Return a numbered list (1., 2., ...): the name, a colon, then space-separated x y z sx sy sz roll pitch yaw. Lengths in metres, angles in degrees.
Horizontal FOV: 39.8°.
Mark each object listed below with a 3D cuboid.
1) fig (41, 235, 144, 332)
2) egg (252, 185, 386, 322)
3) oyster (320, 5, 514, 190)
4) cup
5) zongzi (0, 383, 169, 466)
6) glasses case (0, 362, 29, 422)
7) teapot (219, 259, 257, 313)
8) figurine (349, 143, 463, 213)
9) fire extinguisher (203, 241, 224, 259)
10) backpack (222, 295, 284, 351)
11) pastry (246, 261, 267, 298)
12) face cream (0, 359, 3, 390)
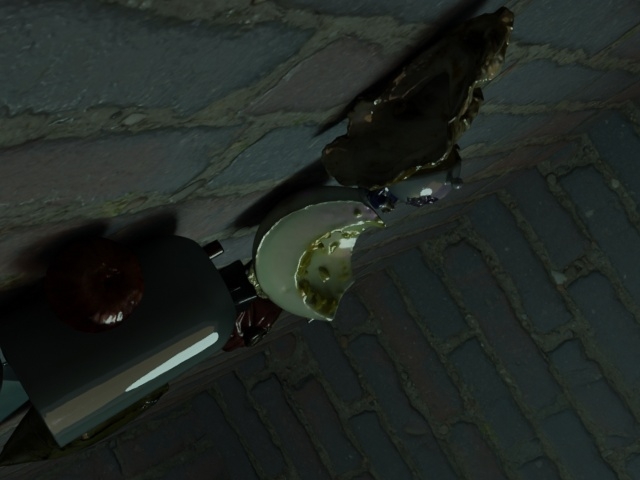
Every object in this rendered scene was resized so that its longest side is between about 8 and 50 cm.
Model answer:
1. fig: -0.305 0.064 1.141 0.150 0.128 0.128 -28 172 13
2. egg: -0.017 -0.008 1.567 0.206 0.162 0.271 9 125 -10
3. oyster: 0.147 -0.187 1.229 0.110 0.166 0.341 -1 134 -55
4. cup: -0.292 0.130 1.284 0.312 0.205 0.205 -30 171 -18
5. zongzi: -0.549 0.404 2.035 0.360 0.160 0.323 -38 168 34
6. glasses case: -0.610 0.288 1.607 0.105 0.056 0.266 16 138 -44
7. teapot: -0.200 0.112 1.850 0.096 0.087 0.177 -23 169 -20
8. figurine: 0.143 -0.110 1.647 0.274 0.133 0.194 -24 176 33
9. fire extinguisher: -0.220 0.035 1.564 0.100 0.032 0.046 -30 -155 -10
10. backpack: -0.180 0.173 2.099 0.229 0.139 0.229 -42 -174 5
11. pastry: -0.062 0.053 1.987 0.258 0.089 0.121 -27 158 -42
12. face cream: -0.552 0.238 1.245 0.420 0.137 0.235 -38 -167 52
